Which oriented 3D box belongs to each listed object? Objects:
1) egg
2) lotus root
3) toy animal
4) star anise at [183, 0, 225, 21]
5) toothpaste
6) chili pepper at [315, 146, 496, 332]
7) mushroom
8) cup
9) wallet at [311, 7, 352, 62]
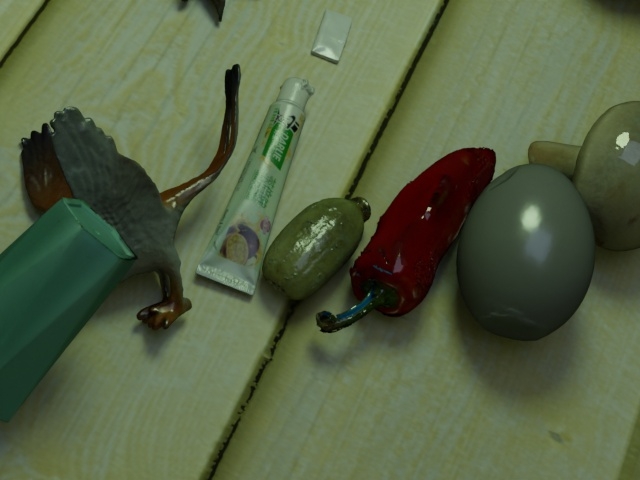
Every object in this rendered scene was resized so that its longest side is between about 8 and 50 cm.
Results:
[{"bbox_3d":[0.266,0.010,1.708,0.176,0.176,0.232,14,75,-10],"label":"egg"},{"bbox_3d":[0.000,-0.001,1.694,0.090,0.077,0.183,44,62,7],"label":"lotus root"},{"bbox_3d":[-0.201,-0.045,1.636,0.284,0.225,0.302,-14,90,-26],"label":"toy animal"},{"bbox_3d":[-0.160,-0.403,1.858,0.182,0.065,0.195,38,56,3],"label":"star anise"},{"bbox_3d":[-0.077,-0.078,1.731,0.058,0.056,0.314,1,59,30],"label":"toothpaste"},{"bbox_3d":[0.127,-0.007,1.727,0.110,0.110,0.387,35,56,3],"label":"chili pepper"},{"bbox_3d":[0.390,-0.093,1.817,0.215,0.207,0.207,12,54,29],"label":"mushroom"},{"bbox_3d":[-0.318,0.072,1.464,0.236,0.134,0.148,-44,85,8],"label":"cup"},{"bbox_3d":[0.017,-0.293,1.886,0.044,0.011,0.083,22,59,-6],"label":"wallet"}]
